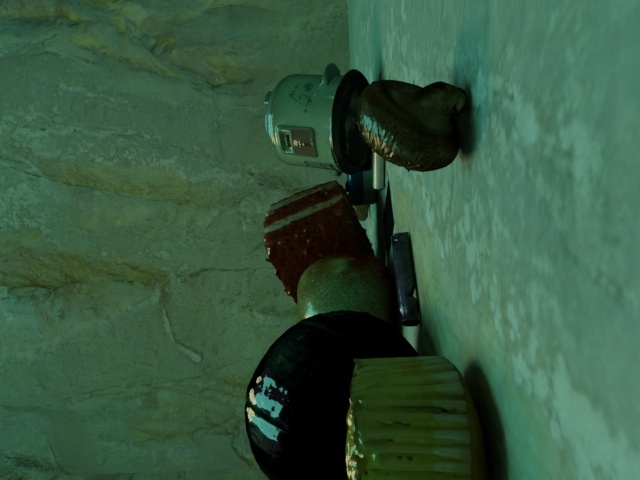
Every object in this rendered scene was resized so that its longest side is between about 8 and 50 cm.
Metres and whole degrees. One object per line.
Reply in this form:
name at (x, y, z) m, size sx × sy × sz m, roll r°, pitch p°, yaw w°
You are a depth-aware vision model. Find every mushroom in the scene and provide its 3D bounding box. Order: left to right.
mushroom at (0.093, -0.119, 0.490) m, size 0.126 × 0.109 × 0.085 m, roll -64°, pitch -29°, yaw -51°

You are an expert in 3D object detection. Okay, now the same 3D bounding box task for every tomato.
tomato at (0.059, 0.179, 1.166) m, size 0.303 × 0.238 × 0.304 m, roll 1°, pitch -90°, yaw -86°

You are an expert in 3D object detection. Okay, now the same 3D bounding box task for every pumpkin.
pumpkin at (0.020, 0.250, 0.754) m, size 0.315 × 0.238 × 0.315 m, roll -12°, pitch -74°, yaw -48°

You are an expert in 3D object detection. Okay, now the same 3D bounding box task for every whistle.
whistle at (0.146, 0.063, 0.830) m, size 0.033 × 0.033 × 0.177 m, roll 84°, pitch -176°, yaw -61°

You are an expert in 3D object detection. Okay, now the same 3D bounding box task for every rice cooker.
rice cooker at (0.019, -0.312, 1.281) m, size 0.264 × 0.316 × 0.317 m, roll -50°, pitch -35°, yaw -47°

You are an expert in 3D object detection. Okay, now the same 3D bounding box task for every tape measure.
tape measure at (0.130, -0.184, 1.572) m, size 0.351 × 0.097 × 0.215 m, roll 80°, pitch -172°, yaw -57°

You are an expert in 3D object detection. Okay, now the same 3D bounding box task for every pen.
pen at (0.143, -0.251, 1.185) m, size 0.033 × 0.033 × 0.269 m, roll -89°, pitch -4°, yaw -63°

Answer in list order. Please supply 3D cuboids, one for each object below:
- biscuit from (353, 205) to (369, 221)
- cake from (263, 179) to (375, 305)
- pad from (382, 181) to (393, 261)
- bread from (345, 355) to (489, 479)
biscuit at (0.146, -0.157, 1.806) m, size 0.070 × 0.082 × 0.169 m, roll -119°, pitch 29°, yaw -69°
cake at (0.000, 0.000, 1.415) m, size 0.319 × 0.270 × 0.269 m, roll -102°, pitch -13°, yaw -61°
pad at (0.167, -0.044, 1.193) m, size 0.190 × 0.004 × 0.127 m, roll 85°, pitch -177°, yaw -61°
bread at (0.093, 0.235, 0.495) m, size 0.179 × 0.133 × 0.250 m, roll -87°, pitch -5°, yaw -63°
